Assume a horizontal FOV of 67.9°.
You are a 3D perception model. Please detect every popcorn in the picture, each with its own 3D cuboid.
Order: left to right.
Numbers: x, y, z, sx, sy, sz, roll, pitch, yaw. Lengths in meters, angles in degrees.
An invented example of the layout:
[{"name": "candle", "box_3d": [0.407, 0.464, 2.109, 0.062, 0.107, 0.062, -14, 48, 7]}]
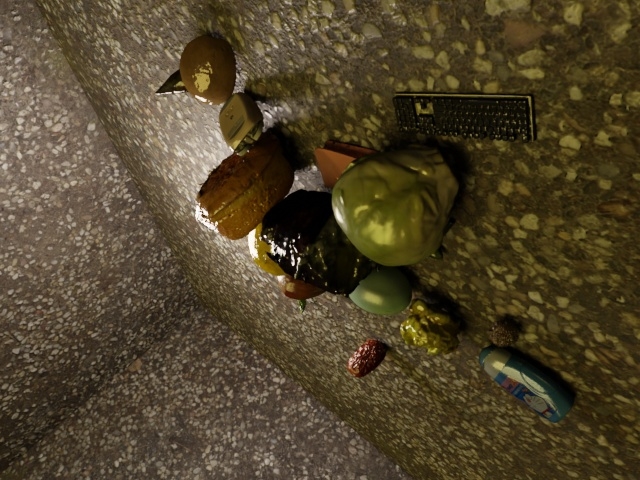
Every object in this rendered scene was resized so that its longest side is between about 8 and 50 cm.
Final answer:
[{"name": "popcorn", "box_3d": [0.339, 0.266, 1.456, 0.198, 0.155, 0.197, 24, 171, 4]}]

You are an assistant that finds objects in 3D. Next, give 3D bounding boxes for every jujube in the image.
[{"name": "jujube", "box_3d": [0.189, 0.485, 1.945, 0.109, 0.176, 0.112, 40, 159, 26]}]

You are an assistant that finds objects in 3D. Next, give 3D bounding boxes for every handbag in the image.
[{"name": "handbag", "box_3d": [0.084, -0.190, 1.330, 0.213, 0.059, 0.157, 25, 144, 42]}]

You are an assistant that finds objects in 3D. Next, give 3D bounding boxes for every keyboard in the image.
[{"name": "keyboard", "box_3d": [0.282, -0.252, 0.982, 0.317, 0.027, 0.106, 18, 140, 45]}]

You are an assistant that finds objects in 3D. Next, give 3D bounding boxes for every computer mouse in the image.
[{"name": "computer mouse", "box_3d": [-0.243, -0.361, 1.465, 0.082, 0.145, 0.236, 25, -154, -42]}]

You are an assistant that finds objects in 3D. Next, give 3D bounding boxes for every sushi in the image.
[{"name": "sushi", "box_3d": [0.002, -0.001, 1.431, 0.299, 0.281, 0.294, 35, 174, -38]}]

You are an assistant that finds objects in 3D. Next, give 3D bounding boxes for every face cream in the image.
[{"name": "face cream", "box_3d": [0.572, 0.395, 1.351, 0.264, 0.083, 0.149, 36, 148, 24]}]

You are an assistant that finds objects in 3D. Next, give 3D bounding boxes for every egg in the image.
[{"name": "egg", "box_3d": [0.183, 0.148, 1.510, 0.231, 0.168, 0.168, 24, 145, 37]}]

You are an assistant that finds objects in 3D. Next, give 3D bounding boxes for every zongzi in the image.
[{"name": "zongzi", "box_3d": [-0.413, -0.505, 1.514, 0.187, 0.184, 0.084, 21, 143, 44]}]

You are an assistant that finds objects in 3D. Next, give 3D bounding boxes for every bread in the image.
[{"name": "bread", "box_3d": [-0.242, -0.175, 1.545, 0.204, 0.358, 0.337, 44, 165, -30]}]

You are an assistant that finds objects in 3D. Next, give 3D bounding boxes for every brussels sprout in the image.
[{"name": "brussels sprout", "box_3d": [0.178, -0.078, 1.124, 0.317, 0.243, 0.273, -6, 91, 31]}]

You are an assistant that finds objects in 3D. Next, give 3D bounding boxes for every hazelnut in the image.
[{"name": "hazelnut", "box_3d": [-0.072, 0.151, 1.888, 0.210, 0.186, 0.210, 30, 131, 41]}]

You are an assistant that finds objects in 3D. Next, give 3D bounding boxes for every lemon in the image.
[{"name": "lemon", "box_3d": [-0.129, -0.001, 1.697, 0.253, 0.253, 0.310, 51, 150, -5]}]

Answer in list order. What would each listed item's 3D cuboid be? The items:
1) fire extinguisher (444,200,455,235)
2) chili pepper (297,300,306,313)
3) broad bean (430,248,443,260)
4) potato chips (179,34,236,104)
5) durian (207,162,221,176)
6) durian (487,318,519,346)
[{"name": "fire extinguisher", "box_3d": [0.312, -0.045, 1.217, 0.049, 0.035, 0.173, 7, 148, -3]}, {"name": "chili pepper", "box_3d": [-0.143, 0.166, 2.134, 0.359, 0.076, 0.085, 61, 178, -17]}, {"name": "broad bean", "box_3d": [0.241, -0.022, 1.332, 0.254, 0.046, 0.065, 41, 153, 17]}, {"name": "potato chips", "box_3d": [-0.342, -0.509, 1.436, 0.208, 0.062, 0.195, -27, 109, 29]}, {"name": "durian", "box_3d": [-0.312, -0.199, 1.847, 0.260, 0.154, 0.186, 50, 177, -17]}, {"name": "durian", "box_3d": [0.489, 0.249, 1.282, 0.091, 0.080, 0.080, 6, 154, -11]}]
